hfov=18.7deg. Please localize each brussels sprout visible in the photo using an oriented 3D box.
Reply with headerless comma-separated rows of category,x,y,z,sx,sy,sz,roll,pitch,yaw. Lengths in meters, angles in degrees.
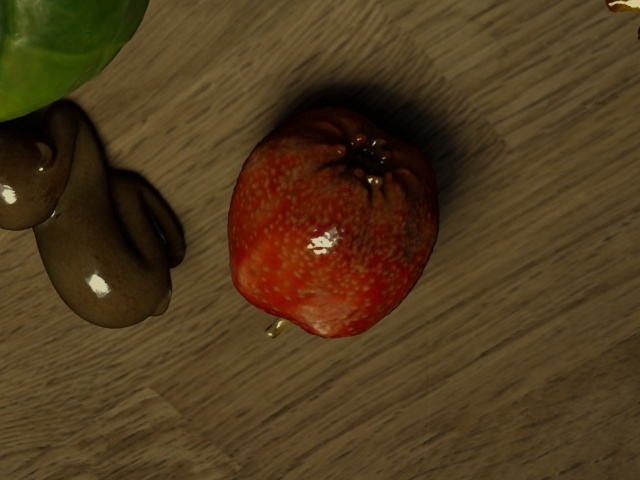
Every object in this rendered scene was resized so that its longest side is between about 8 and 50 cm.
brussels sprout,-0.323,-0.249,1.664,0.355,0.281,0.289,24,125,1

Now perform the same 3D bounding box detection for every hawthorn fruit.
hawthorn fruit,0.000,0.000,1.858,0.205,0.205,0.253,22,133,-9

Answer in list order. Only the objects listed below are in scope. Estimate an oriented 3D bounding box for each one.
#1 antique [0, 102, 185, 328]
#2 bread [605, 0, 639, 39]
antique,-0.247,-0.019,1.904,0.121,0.143,0.257,-29,116,27
bread,0.336,-0.348,1.498,0.191,0.314,0.370,31,129,-5
